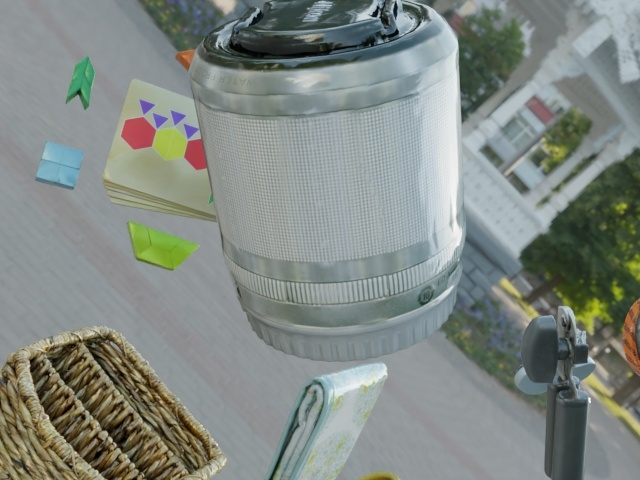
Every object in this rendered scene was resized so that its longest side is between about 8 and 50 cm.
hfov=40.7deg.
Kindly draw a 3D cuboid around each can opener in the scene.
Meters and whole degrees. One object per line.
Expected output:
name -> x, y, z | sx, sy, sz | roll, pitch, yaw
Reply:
can opener -> 0.320, 0.217, 1.173 | 0.074, 0.093, 0.280 | -91, 173, -68

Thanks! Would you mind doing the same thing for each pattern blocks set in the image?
pattern blocks set -> -0.163, -0.102, 1.054 | 0.325, 0.285, 0.026 | 26, -20, -16

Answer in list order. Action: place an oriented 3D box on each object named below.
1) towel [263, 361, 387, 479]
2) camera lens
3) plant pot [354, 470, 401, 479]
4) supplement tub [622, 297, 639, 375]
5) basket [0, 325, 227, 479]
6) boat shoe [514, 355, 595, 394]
towel -> 0.007, 0.483, 2.180 | 0.090, 0.374, 0.320 | 32, 17, 25
camera lens -> 0.013, -0.063, 0.748 | 0.219, 0.219, 0.274 | -114, -166, -62
plant pot -> 0.110, 0.579, 1.516 | 0.239, 0.254, 0.254 | 51, 10, -8
supplement tub -> 0.652, 0.164, 1.361 | 0.193, 0.193, 0.316 | 42, -20, -23
basket -> -0.314, 0.265, 1.194 | 0.299, 0.223, 0.213 | 46, -8, 18
boat shoe -> 0.366, 0.199, 1.422 | 0.183, 0.065, 0.083 | 0, 37, -38
